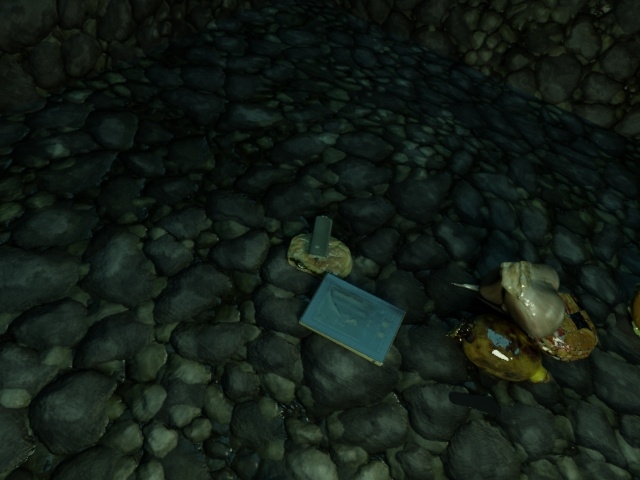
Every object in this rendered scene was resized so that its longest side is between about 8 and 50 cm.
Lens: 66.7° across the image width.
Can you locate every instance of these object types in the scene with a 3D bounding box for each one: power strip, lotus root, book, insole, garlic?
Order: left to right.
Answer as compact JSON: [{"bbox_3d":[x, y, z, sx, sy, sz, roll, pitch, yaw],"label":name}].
[{"bbox_3d":[0.000,0.000,1.582,0.060,0.027,0.252,13,37,-2],"label":"power strip"},{"bbox_3d":[0.097,0.227,1.442,0.269,0.025,0.190,26,60,10],"label":"book"},{"bbox_3d":[0.433,0.455,1.362,0.153,0.002,0.053,11,46,-5],"label":"insole"},{"bbox_3d":[0.531,0.313,1.423,0.314,0.141,0.169,29,44,9],"label":"lotus root"},{"bbox_3d":[0.600,0.187,1.492,0.246,0.340,0.231,-1,76,-14],"label":"garlic"}]

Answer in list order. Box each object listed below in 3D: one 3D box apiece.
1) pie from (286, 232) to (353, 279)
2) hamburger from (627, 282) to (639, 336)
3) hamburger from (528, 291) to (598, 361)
[{"bbox_3d":[0.005,0.043,1.594,0.218,0.052,0.185,25,48,11],"label":"pie"},{"bbox_3d":[1.143,0.232,1.561,0.212,0.274,0.274,13,42,-33],"label":"hamburger"},{"bbox_3d":[0.763,0.274,1.551,0.231,0.106,0.230,11,51,-13],"label":"hamburger"}]
